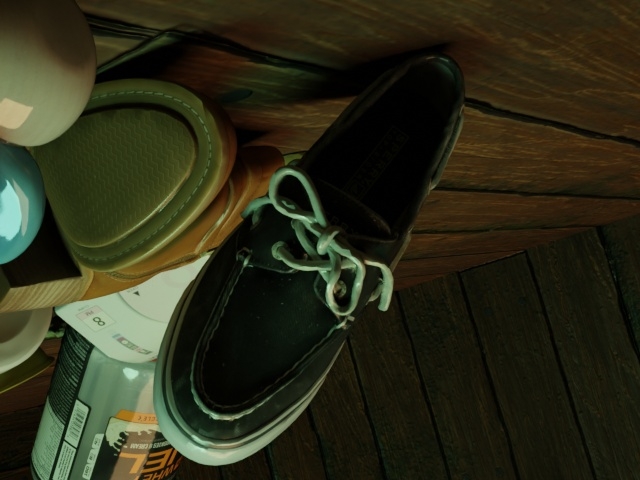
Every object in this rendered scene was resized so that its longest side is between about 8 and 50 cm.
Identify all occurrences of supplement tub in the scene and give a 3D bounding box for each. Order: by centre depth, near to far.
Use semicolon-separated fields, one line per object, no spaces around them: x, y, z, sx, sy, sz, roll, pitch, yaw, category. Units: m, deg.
-0.261;0.228;1.230;0.194;0.193;0.316;-7;127;-46;supplement tub

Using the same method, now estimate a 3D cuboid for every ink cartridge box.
-0.132;0.090;1.012;0.189;0.232;0.066;-26;-147;23;ink cartridge box

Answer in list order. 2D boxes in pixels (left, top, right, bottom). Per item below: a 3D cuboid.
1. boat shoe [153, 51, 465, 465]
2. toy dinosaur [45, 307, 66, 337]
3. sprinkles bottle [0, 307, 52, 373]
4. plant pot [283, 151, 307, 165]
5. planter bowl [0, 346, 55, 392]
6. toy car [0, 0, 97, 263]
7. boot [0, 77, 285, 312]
0.004;0.002;0.605;0.306;0.113;0.105;-49;177;-22;boat shoe
-0.367;0.114;1.265;0.093;0.053;0.183;-16;172;15;toy dinosaur
-0.377;0.093;0.873;0.121;0.121;0.355;-7;169;-44;sprinkles bottle
-0.033;-0.014;0.868;0.134;0.095;0.134;-14;172;-2;plant pot
-0.432;0.139;1.114;0.217;0.090;0.217;-18;-174;2;planter bowl
-0.175;-0.031;0.356;0.159;0.136;0.182;-19;171;22;toy car
-0.093;-0.030;0.646;0.220;0.109;0.283;-16;165;-47;boot
